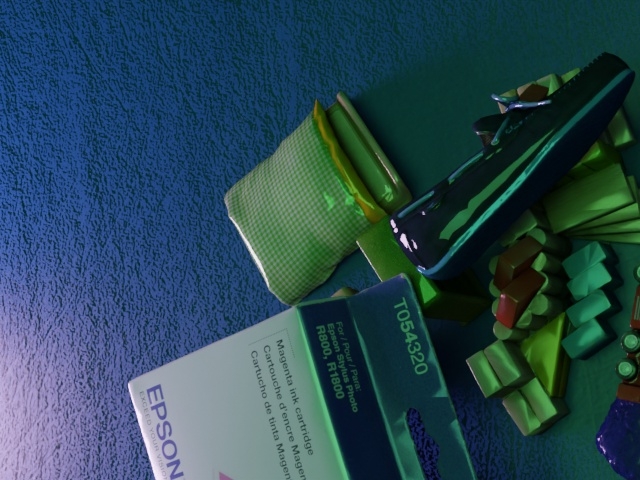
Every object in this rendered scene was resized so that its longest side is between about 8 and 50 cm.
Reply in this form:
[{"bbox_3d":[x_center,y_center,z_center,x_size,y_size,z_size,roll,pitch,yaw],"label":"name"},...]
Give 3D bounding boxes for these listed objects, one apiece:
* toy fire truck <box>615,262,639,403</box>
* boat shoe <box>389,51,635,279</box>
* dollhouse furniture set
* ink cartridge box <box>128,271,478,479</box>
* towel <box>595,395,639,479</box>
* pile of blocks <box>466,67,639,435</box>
[{"bbox_3d":[0.327,0.105,1.105,0.135,0.047,0.192,9,85,35],"label":"toy fire truck"},{"bbox_3d":[0.163,-0.081,1.144,0.258,0.109,0.089,-42,67,-1],"label":"boat shoe"},{"bbox_3d":[0.000,0.000,1.315,0.197,0.151,0.301,-40,66,19],"label":"dollhouse furniture set"},{"bbox_3d":[-0.013,0.234,1.205,0.330,0.071,0.324,-27,75,35],"label":"ink cartridge box"},{"bbox_3d":[0.405,0.118,1.125,0.227,0.076,0.308,37,102,35],"label":"towel"},{"bbox_3d":[0.222,0.005,1.213,0.149,0.112,0.362,2,85,29],"label":"pile of blocks"}]
